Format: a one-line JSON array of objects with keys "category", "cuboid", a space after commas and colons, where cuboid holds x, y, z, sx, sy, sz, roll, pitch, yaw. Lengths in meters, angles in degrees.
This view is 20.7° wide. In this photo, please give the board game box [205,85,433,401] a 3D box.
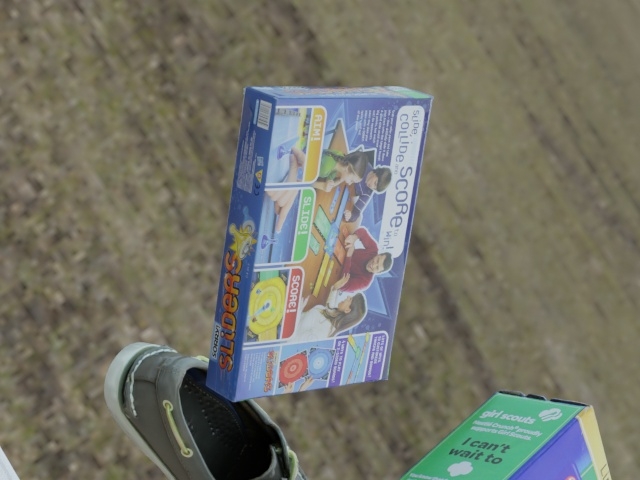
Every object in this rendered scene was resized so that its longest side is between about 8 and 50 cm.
[{"category": "board game box", "cuboid": [0.000, 0.000, 1.148, 0.136, 0.201, 0.035, -3, 19, -40]}]

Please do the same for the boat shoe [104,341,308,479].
[{"category": "boat shoe", "cuboid": [-0.079, 0.209, 1.643, 0.305, 0.091, 0.109, 50, 58, -33]}]

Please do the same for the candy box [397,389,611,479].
[{"category": "candy box", "cuboid": [0.133, 0.326, 1.511, 0.317, 0.122, 0.268, -38, 120, -36]}]

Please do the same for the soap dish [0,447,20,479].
[{"category": "soap dish", "cuboid": [-0.436, 0.330, 1.968, 0.229, 0.118, 0.291, 62, 17, -8]}]
